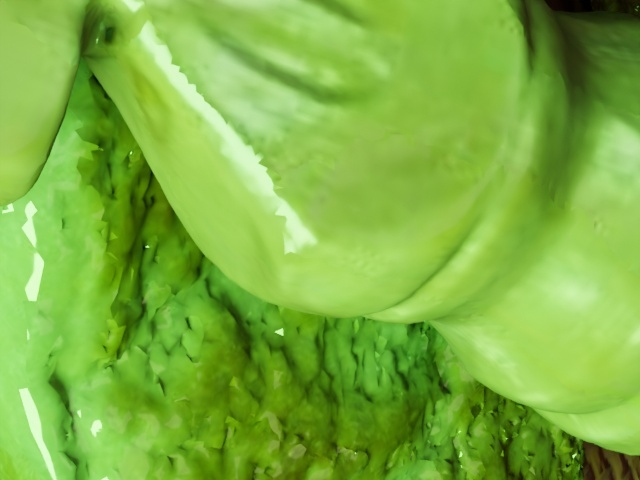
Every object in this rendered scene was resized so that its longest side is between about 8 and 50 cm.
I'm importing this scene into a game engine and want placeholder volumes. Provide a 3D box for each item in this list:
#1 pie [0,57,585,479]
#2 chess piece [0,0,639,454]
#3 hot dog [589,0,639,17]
[{"bbox_3d":[0.000,0.000,0.502,0.296,0.078,0.371,-8,99,-48],"label":"pie"},{"bbox_3d":[0.000,-0.045,0.377,0.301,0.137,0.137,24,76,-31],"label":"chess piece"},{"bbox_3d":[0.158,-0.138,0.669,0.099,0.065,0.147,-35,121,-29],"label":"hot dog"}]
